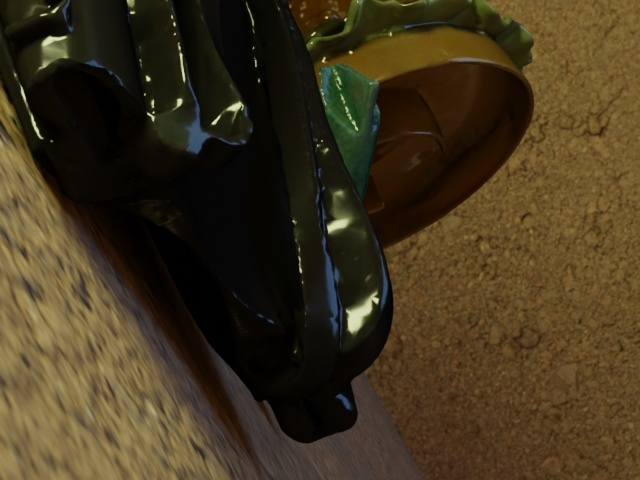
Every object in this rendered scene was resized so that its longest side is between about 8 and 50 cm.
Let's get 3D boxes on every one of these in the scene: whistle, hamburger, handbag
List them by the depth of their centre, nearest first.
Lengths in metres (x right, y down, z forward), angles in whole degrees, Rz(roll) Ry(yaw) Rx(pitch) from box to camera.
[{"bbox_3d":[-0.065,-0.067,0.755,0.285,0.113,0.257,60,8,-48],"label":"handbag"},{"bbox_3d":[0.000,0.000,0.912,0.039,0.039,0.186,-117,-144,-66],"label":"whistle"},{"bbox_3d":[0.000,-0.129,1.186,0.212,0.274,0.274,64,2,24],"label":"hamburger"}]
